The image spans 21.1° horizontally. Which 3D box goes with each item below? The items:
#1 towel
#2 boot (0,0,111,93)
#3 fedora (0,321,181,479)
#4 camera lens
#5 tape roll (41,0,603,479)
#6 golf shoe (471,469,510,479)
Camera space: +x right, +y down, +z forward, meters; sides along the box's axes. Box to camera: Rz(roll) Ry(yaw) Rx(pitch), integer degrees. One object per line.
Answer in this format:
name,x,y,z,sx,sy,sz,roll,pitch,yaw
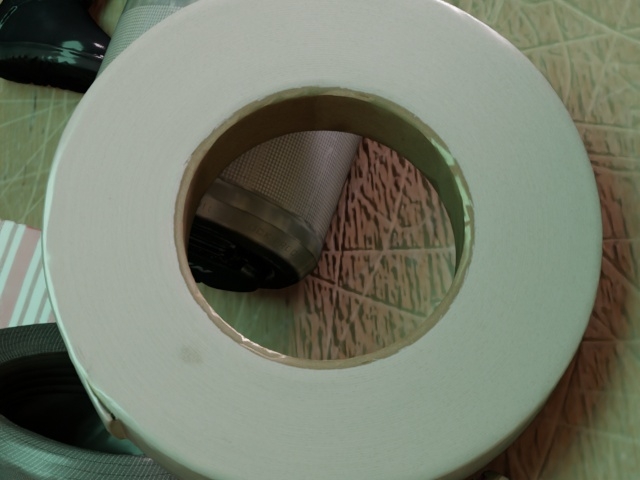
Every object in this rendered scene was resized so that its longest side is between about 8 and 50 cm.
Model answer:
towel,-0.308,0.051,1.599,0.197,0.029,0.144,14,76,17
boot,-0.248,-0.258,1.726,0.246,0.094,0.207,13,80,51
fedora,-0.177,0.173,1.369,0.275,0.244,0.124,25,114,43
camera lens,-0.072,-0.110,1.397,0.219,0.219,0.274,6,71,43
tape roll,0.000,0.000,1.205,0.392,0.072,0.392,0,71,-1
golf shoe,0.102,0.247,1.166,0.086,0.067,0.186,22,65,4
